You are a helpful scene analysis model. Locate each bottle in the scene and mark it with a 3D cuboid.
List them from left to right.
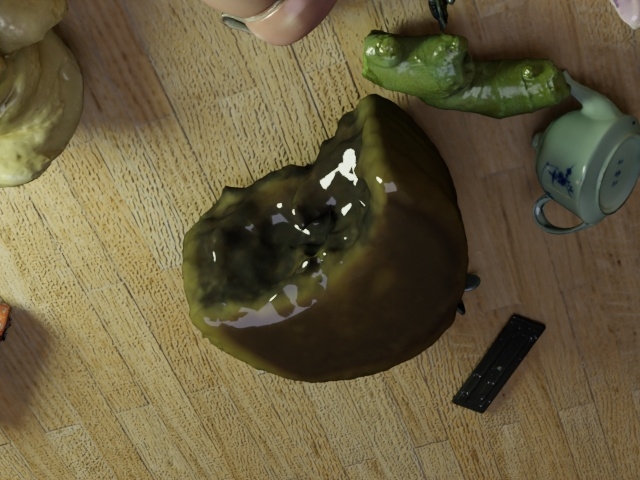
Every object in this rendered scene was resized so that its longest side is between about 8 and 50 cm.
[{"bbox_3d":[-0.117,-0.367,1.644,0.297,0.173,0.206,37,149,-28],"label":"bottle"}]

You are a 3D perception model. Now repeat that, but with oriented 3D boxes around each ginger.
[{"bbox_3d":[0.188,-0.221,1.792,0.290,0.089,0.137,17,140,-17],"label":"ginger"}]

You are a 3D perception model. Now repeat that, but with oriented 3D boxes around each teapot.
[{"bbox_3d":[0.355,-0.112,1.870,0.159,0.159,0.232,6,114,-7],"label":"teapot"}]

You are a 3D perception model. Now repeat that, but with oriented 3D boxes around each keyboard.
[{"bbox_3d":[0.285,0.200,2.170,0.061,0.013,0.204,20,124,-16],"label":"keyboard"}]

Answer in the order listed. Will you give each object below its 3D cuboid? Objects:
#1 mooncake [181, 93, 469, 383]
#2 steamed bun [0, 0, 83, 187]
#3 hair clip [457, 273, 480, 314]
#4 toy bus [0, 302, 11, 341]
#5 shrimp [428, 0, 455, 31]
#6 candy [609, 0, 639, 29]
[{"bbox_3d":[0.000,0.000,1.863,0.394,0.246,0.393,0,126,0],"label":"mooncake"},{"bbox_3d":[-0.470,-0.233,1.683,0.325,0.230,0.372,-8,123,-6],"label":"steamed bun"},{"bbox_3d":[0.123,0.059,2.042,0.229,0.039,0.070,14,126,-11],"label":"hair clip"},{"bbox_3d":[-0.536,0.192,2.081,0.073,0.096,0.235,18,123,-12],"label":"toy bus"},{"bbox_3d":[0.091,-0.398,1.681,0.178,0.075,0.289,-2,128,9],"label":"shrimp"},{"bbox_3d":[0.376,-0.401,1.658,0.155,0.116,0.265,-32,122,21],"label":"candy"}]
